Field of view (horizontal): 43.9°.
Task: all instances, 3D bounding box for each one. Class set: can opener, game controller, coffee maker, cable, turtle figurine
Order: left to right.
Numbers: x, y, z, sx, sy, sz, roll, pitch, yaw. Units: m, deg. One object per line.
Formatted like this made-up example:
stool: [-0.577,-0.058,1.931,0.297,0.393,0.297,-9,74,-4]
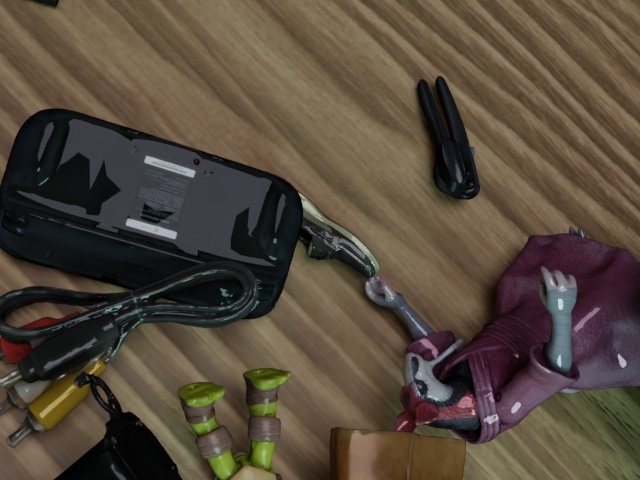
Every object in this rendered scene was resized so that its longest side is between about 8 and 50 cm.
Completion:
coffee maker: [-0.221,0.242,0.704,0.178,0.120,0.171,-35,62,4]
cable: [-0.209,0.083,0.807,0.287,0.072,0.139,-25,67,-19]
game controller: [-0.179,-0.026,0.856,0.319,0.067,0.166,17,79,-14]
turtle figurine: [-0.060,0.242,0.796,0.269,0.087,0.217,-8,94,-9]
can opener: [0.168,-0.136,1.033,0.059,0.073,0.186,-2,63,-11]

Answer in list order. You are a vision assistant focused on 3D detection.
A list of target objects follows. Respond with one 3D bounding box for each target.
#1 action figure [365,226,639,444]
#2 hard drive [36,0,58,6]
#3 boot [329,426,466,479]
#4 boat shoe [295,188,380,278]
action figure: [0.222,0.136,0.912,0.370,0.248,0.276,-30,110,-27]
hard drive: [-0.367,-0.337,0.935,0.135,0.022,0.094,15,67,-14]
boot: [0.117,0.334,0.765,0.264,0.096,0.280,14,62,-13]
boat shoe: [0.000,0.000,0.930,0.152,0.056,0.049,38,68,7]
